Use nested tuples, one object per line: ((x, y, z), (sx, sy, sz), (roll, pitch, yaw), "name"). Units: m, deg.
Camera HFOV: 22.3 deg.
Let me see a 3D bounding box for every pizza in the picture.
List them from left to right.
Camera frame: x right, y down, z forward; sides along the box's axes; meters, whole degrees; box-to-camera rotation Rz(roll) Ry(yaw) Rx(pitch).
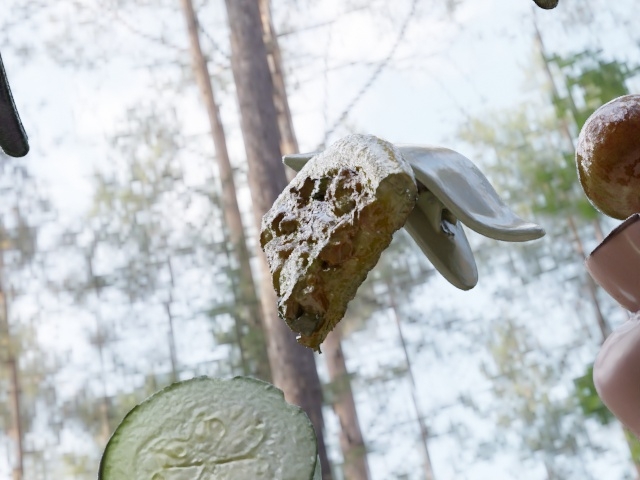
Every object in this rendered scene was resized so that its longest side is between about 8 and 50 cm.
((0.000, 0.000, 1.436), (0.058, 0.197, 0.292), (19, -12, -20), "pizza")

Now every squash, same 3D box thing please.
((-0.109, 0.224, 1.573), (0.219, 0.219, 0.041), (-13, -44, -1), "squash")

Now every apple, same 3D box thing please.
((0.315, -0.083, 1.606), (0.126, 0.102, 0.126), (-14, -49, -17), "apple")

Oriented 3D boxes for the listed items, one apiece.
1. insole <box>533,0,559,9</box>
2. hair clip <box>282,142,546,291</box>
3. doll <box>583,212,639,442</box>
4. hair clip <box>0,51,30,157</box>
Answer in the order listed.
((0.163, -0.328, 1.488), (0.005, 0.253, 0.086), (-20, 6, 40), "insole")
((0.118, -0.054, 1.858), (0.113, 0.282, 0.172), (-56, -20, 22), "hair clip")
((0.317, 0.086, 1.167), (0.216, 0.268, 0.284), (-42, -16, 26), "doll")
((-0.262, -0.161, 1.214), (0.048, 0.083, 0.275), (-7, -49, -1), "hair clip")
